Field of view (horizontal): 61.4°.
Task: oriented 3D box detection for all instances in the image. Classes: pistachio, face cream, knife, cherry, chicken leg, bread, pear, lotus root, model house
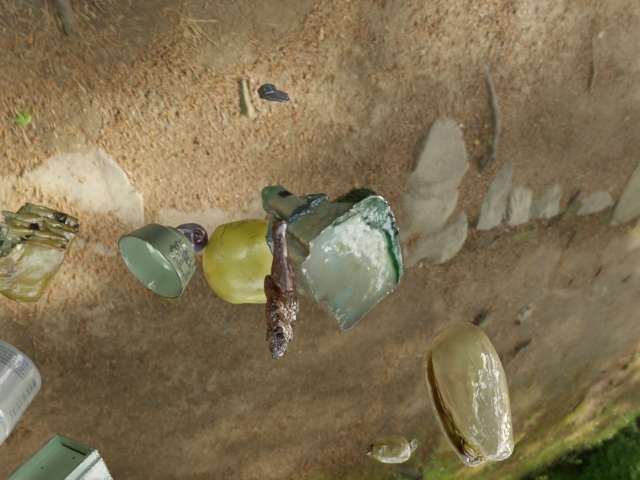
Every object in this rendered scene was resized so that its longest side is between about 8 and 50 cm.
[{"bbox_3d":[0.319,0.319,1.156,0.187,0.300,0.188,-8,153,-4],"label":"pistachio"},{"bbox_3d":[-0.602,0.269,0.929,0.177,0.153,0.177,5,128,7],"label":"face cream"},{"bbox_3d":[-0.078,-0.253,0.933,0.031,0.121,0.018,-22,93,19],"label":"knife"},{"bbox_3d":[-0.490,-0.013,1.894,0.188,0.148,0.115,4,112,-51],"label":"cherry"},{"bbox_3d":[-0.062,0.074,0.810,0.053,0.205,0.093,-5,158,-1],"label":"chicken leg"},{"bbox_3d":[-0.952,0.049,1.658,0.369,0.191,0.314,9,124,-52],"label":"bread"},{"bbox_3d":[-0.261,0.079,1.992,0.348,0.348,0.349,-17,128,-24],"label":"pear"},{"bbox_3d":[0.196,0.556,1.440,0.151,0.072,0.063,-4,133,-12],"label":"lotus root"},{"bbox_3d":[-0.001,0.002,1.223,0.243,0.284,0.299,-42,135,-20],"label":"model house"}]

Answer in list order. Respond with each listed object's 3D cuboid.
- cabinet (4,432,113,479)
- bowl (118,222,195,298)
[{"bbox_3d":[-0.543,0.558,1.166,0.145,0.150,0.206,-45,133,-47],"label":"cabinet"},{"bbox_3d":[-0.408,0.038,1.405,0.112,0.211,0.212,-50,142,-38],"label":"bowl"}]
